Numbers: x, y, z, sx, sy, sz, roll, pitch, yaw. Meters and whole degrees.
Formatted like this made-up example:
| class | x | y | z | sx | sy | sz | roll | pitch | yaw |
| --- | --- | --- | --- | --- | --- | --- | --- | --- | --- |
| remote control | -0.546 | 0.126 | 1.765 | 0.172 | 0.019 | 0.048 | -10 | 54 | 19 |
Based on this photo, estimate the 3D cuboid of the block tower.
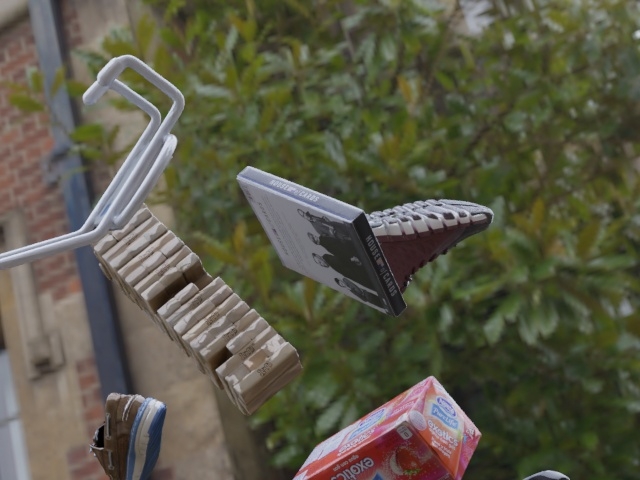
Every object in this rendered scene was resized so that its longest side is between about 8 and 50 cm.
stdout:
| class | x | y | z | sx | sy | sz | roll | pitch | yaw |
| --- | --- | --- | --- | --- | --- | --- | --- | --- | --- |
| block tower | -0.166 | 0.084 | 1.800 | 0.097 | 0.335 | 0.091 | -39 | -30 | -14 |

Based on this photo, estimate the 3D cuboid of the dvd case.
| class | x | y | z | sx | sy | sz | roll | pitch | yaw |
| --- | --- | --- | --- | --- | --- | --- | --- | --- | --- |
| dvd case | 0.000 | 0.000 | 1.898 | 0.029 | 0.238 | 0.179 | -43 | -49 | -21 |

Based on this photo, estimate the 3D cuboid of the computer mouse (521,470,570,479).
| class | x | y | z | sx | sy | sz | roll | pitch | yaw |
| --- | --- | --- | --- | --- | --- | --- | --- | --- | --- |
| computer mouse | 0.175 | 0.331 | 1.557 | 0.242 | 0.041 | 0.071 | -36 | -33 | 13 |

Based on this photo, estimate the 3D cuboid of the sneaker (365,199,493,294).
| class | x | y | z | sx | sy | sz | roll | pitch | yaw |
| --- | --- | --- | --- | --- | --- | --- | --- | --- | --- |
| sneaker | 0.147 | 0.029 | 2.271 | 0.281 | 0.163 | 0.106 | -9 | 17 | -19 |

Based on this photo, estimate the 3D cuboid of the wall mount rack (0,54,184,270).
| class | x | y | z | sx | sy | sz | roll | pitch | yaw |
| --- | --- | --- | --- | --- | --- | --- | --- | --- | --- |
| wall mount rack | -0.278 | -0.050 | 1.558 | 0.130 | 0.304 | 0.350 | 34 | -8 | -11 |

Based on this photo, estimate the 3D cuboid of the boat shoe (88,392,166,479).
| class | x | y | z | sx | sy | sz | roll | pitch | yaw |
| --- | --- | --- | --- | --- | --- | --- | --- | --- | --- |
| boat shoe | -0.209 | 0.217 | 1.509 | 0.066 | 0.066 | 0.183 | 25 | -44 | 6 |

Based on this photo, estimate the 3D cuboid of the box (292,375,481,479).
| class | x | y | z | sx | sy | sz | roll | pitch | yaw |
| --- | --- | --- | --- | --- | --- | --- | --- | --- | --- |
| box | 0.090 | 0.322 | 2.021 | 0.257 | 0.123 | 0.128 | -36 | 8 | 33 |
